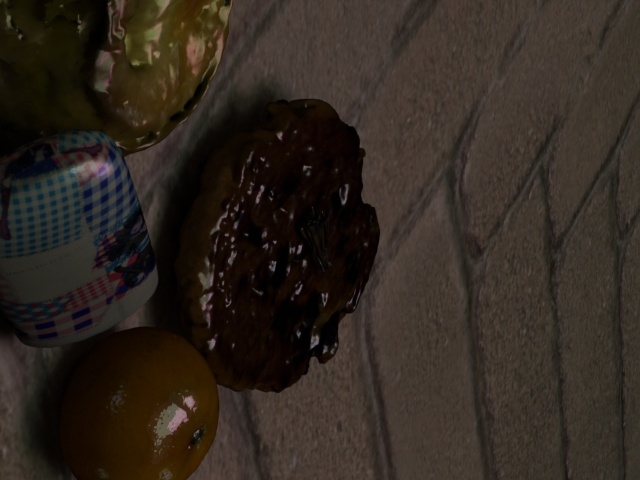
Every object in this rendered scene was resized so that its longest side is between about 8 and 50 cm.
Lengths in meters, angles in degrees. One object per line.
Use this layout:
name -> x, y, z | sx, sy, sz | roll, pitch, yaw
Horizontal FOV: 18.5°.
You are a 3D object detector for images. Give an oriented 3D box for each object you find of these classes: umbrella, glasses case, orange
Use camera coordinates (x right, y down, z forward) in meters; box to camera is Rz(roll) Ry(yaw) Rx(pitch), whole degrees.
umbrella -> -0.002, -0.001, 1.887 | 0.031, 0.020, 0.083 | -51, 150, -34
glasses case -> -0.192, 0.006, 1.470 | 0.125, 0.076, 0.327 | -27, 162, -8
orange -> -0.154, 0.153, 1.705 | 0.156, 0.124, 0.156 | 14, 90, -69

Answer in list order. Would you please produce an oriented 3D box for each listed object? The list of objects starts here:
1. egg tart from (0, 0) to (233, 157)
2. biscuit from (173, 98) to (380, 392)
egg tart -> -0.161, -0.171, 1.474 | 0.341, 0.129, 0.341 | -49, 149, -44
biscuit -> -0.047, 0.005, 1.908 | 0.334, 0.081, 0.289 | 31, 76, -63
